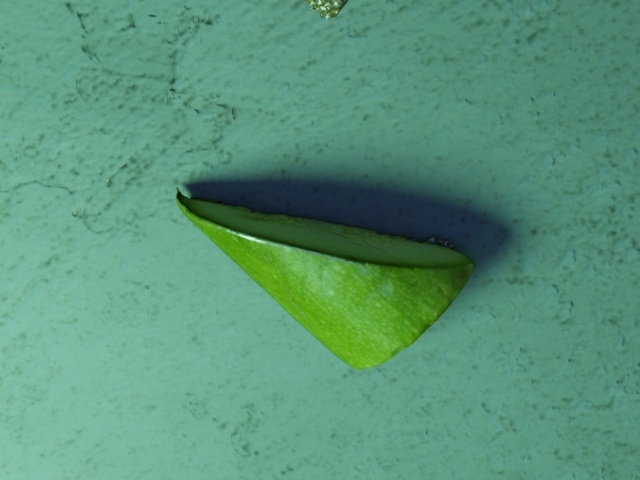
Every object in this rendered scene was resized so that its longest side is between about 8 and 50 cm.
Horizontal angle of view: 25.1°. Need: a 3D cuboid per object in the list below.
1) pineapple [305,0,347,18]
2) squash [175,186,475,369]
[{"bbox_3d":[-0.025,-0.252,1.288,0.124,0.058,0.058,34,106,-11],"label":"pineapple"},{"bbox_3d":[0.000,0.000,1.357,0.169,0.093,0.252,-43,105,16],"label":"squash"}]
